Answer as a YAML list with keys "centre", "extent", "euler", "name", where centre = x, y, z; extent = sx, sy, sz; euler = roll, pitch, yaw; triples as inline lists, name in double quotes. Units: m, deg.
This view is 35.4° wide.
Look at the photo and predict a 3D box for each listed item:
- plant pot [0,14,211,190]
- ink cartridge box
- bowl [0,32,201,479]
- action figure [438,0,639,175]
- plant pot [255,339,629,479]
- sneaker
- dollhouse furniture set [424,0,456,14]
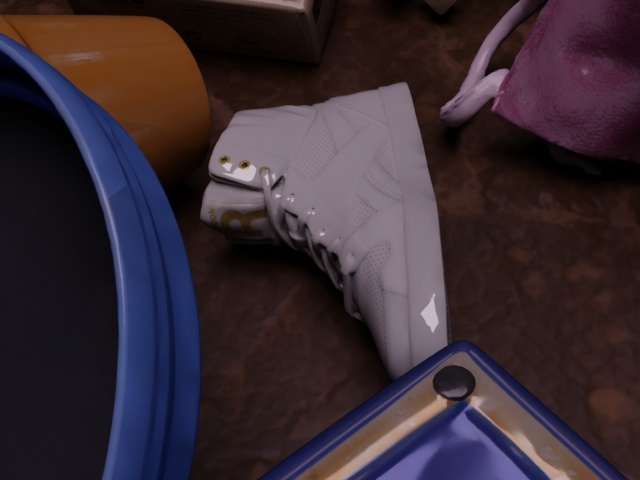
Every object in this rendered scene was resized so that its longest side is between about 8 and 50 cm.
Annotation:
- centre: [-0.193, -0.085, 0.744]
  extent: [0.188, 0.205, 0.205]
  euler: [-23, 51, -33]
  name: "plant pot"
- centre: [-0.095, -0.276, 0.920]
  extent: [0.235, 0.088, 0.193]
  euler: [9, 69, 12]
  name: "ink cartridge box"
- centre: [-0.228, 0.074, 0.545]
  extent: [0.391, 0.077, 0.391]
  euler: [-5, 80, 31]
  name: "bowl"
- centre: [0.253, -0.234, 0.704]
  extent: [0.276, 0.370, 0.248]
  euler: [17, 55, 16]
  name: "action figure"
- centre: [0.055, 0.201, 0.467]
  extent: [0.236, 0.212, 0.236]
  euler: [-32, 56, -21]
  name: "plant pot"
- centre: [0.000, 0.000, 0.713]
  extent: [0.169, 0.108, 0.292]
  euler: [-7, 41, 1]
  name: "sneaker"
- centre: [0.169, -0.259, 0.934]
  extent: [0.161, 0.182, 0.101]
  euler: [-39, 21, 27]
  name: "dollhouse furniture set"
